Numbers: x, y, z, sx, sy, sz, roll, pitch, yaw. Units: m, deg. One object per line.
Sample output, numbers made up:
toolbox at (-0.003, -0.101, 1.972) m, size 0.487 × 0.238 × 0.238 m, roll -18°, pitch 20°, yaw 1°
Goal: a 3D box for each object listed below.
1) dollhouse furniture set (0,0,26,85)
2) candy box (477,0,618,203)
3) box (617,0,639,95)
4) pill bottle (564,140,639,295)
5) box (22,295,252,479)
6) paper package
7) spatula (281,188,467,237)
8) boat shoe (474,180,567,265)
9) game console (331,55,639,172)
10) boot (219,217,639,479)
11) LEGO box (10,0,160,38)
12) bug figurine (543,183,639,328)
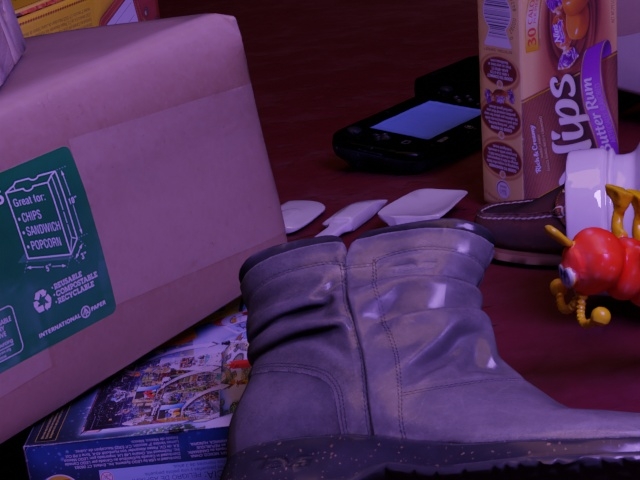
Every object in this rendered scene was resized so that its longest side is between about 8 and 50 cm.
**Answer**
dollhouse furniture set at (-0.251, -0.160, 0.841) m, size 0.129 × 0.183 × 0.129 m, roll -16°, pitch 17°, yaw 0°
candy box at (0.179, -0.125, 1.257) m, size 0.109 × 0.186 × 0.053 m, roll -17°, pitch 22°, yaw -34°
box at (0.392, -0.177, 1.403) m, size 0.148 × 0.121 × 0.311 m, roll -18°, pitch 27°, yaw -37°
pill bottle at (0.260, -0.016, 0.967) m, size 0.216 × 0.121 × 0.121 m, roll -3°, pitch 16°, yaw 14°
box at (-0.064, 0.081, 0.904) m, size 0.159 × 0.044 × 0.233 m, roll -7°, pitch 16°, yaw 4°
paper package at (-0.230, 0.000, 0.919) m, size 0.309 × 0.168 × 0.325 m, roll -1°, pitch 21°, yaw 45°
spatula at (0.000, 0.000, 1.205) m, size 0.168 × 0.019 × 0.242 m, roll 2°, pitch 18°, yaw 24°
boat shoe at (0.201, -0.022, 1.101) m, size 0.207 × 0.073 × 0.073 m, roll 1°, pitch 21°, yaw 29°
game console at (0.156, -0.127, 1.533) m, size 0.213 × 0.044 × 0.361 m, roll 4°, pitch 20°, yaw 35°
boot at (0.069, 0.054, 0.737) m, size 0.247 × 0.083 × 0.161 m, roll -4°, pitch 53°, yaw 15°
LEGO box at (-0.392, -0.093, 1.373) m, size 0.373 × 0.193 × 0.500 m, roll -2°, pitch 17°, yaw 18°
bug figurine at (0.234, 0.047, 0.781) m, size 0.216 × 0.072 × 0.279 m, roll 13°, pitch 10°, yaw -13°
